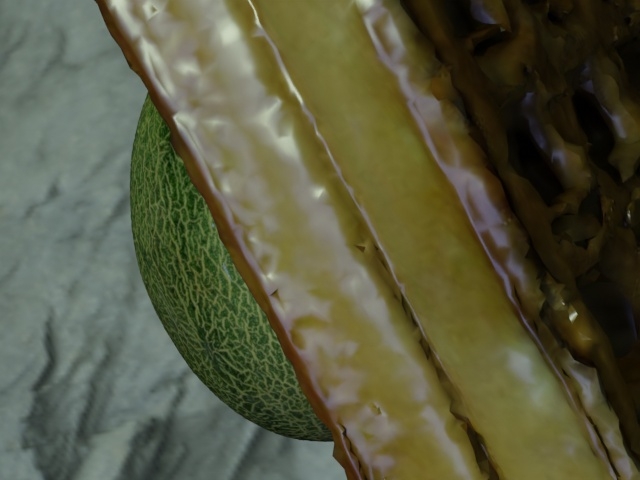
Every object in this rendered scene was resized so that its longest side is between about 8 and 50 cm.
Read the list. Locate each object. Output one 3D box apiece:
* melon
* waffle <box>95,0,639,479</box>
[{"bbox_3d":[0.000,0.000,0.511,0.139,0.139,0.192,-8,107,37],"label":"melon"},{"bbox_3d":[0.052,-0.049,0.405,0.091,0.213,0.308,-24,93,38],"label":"waffle"}]
